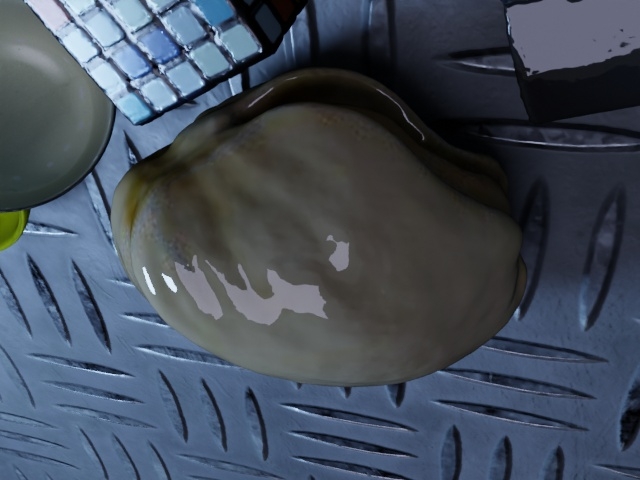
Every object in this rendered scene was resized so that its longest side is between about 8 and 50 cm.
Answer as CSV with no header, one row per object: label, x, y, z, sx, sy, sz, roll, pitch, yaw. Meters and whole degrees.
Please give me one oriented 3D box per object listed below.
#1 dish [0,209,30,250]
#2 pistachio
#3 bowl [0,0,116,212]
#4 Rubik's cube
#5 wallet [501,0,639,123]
dish,-0.488,-0.109,0.990,0.262,0.108,0.221,40,134,-19
pistachio,0.000,0.000,0.805,0.446,0.281,0.365,8,127,-5
bowl,-0.352,-0.146,0.844,0.238,0.237,0.126,35,172,-13
Rubik's cube,-0.128,-0.243,0.666,0.184,0.182,0.187,-18,123,33
wallet,0.345,-0.221,0.586,0.406,0.062,0.228,-7,129,27
